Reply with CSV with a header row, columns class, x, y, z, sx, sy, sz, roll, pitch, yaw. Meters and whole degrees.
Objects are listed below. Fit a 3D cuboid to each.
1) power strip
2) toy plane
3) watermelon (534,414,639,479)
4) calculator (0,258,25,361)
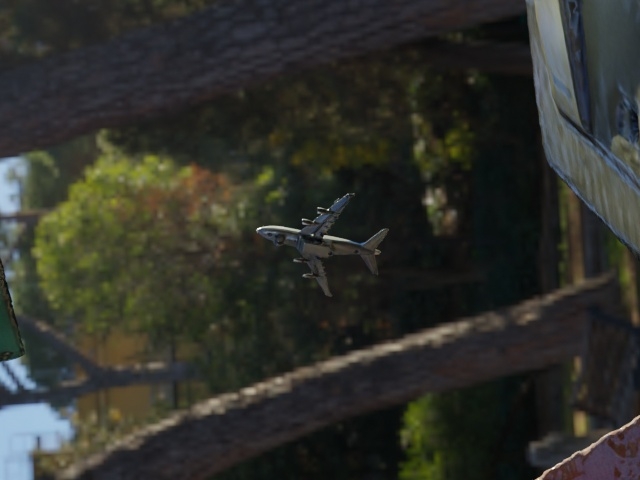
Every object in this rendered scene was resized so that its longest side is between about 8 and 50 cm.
class,x,y,z,sx,sy,sz,roll,pitch,yaw
power strip,0.149,-0.103,0.570,0.251,0.092,0.257,-127,24,-60
toy plane,0.001,0.001,0.935,0.024,0.084,0.078,-103,22,-57
watermelon,0.202,0.169,0.846,0.176,0.260,0.256,50,-155,-18
calculator,-0.422,0.068,1.372,0.248,0.274,0.058,92,165,-64
